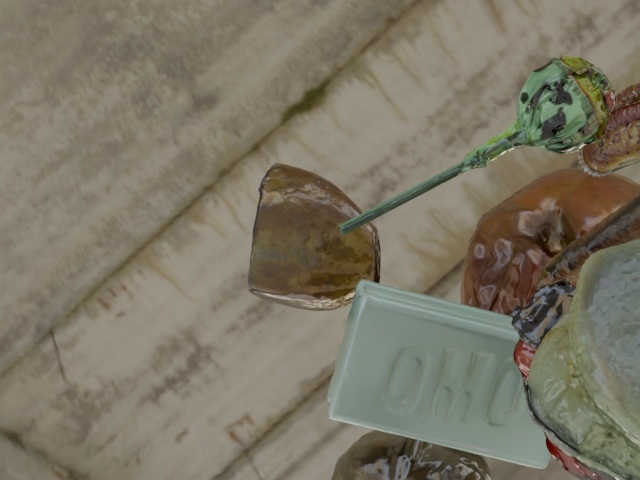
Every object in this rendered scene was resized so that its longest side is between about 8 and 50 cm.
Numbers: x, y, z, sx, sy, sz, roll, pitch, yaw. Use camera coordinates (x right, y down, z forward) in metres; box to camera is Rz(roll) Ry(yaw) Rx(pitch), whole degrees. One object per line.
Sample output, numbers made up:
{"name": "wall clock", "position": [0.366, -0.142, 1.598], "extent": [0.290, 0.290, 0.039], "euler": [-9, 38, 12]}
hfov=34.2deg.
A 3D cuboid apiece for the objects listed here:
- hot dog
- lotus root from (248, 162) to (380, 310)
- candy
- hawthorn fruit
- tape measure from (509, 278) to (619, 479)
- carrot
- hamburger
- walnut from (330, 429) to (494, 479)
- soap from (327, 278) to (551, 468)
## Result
{"name": "hot dog", "position": [0.392, -0.143, 1.246], "extent": [0.192, 0.099, 0.053], "euler": [-24, -23, 37]}
{"name": "lotus root", "position": [0.000, 0.000, 1.456], "extent": [0.180, 0.188, 0.199], "euler": [6, -92, 9]}
{"name": "candy", "position": [0.149, -0.086, 1.042], "extent": [0.305, 0.083, 0.091], "euler": [-27, -67, 8]}
{"name": "hawthorn fruit", "position": [0.442, 0.091, 1.802], "extent": [0.471, 0.472, 0.472], "euler": [-13, -54, -18]}
{"name": "tape measure", "position": [0.305, 0.180, 0.964], "extent": [0.114, 0.260, 0.253], "euler": [-43, -40, -12]}
{"name": "carrot", "position": [0.403, -0.020, 1.368], "extent": [0.066, 0.066, 0.314], "euler": [28, -54, -37]}
{"name": "hamburger", "position": [0.167, 0.059, 0.458], "extent": [0.140, 0.133, 0.062], "euler": [20, -40, 10]}
{"name": "walnut", "position": [0.135, 0.376, 1.503], "extent": [0.248, 0.248, 0.248], "euler": [-13, -54, -18]}
{"name": "soap", "position": [0.154, 0.158, 1.231], "extent": [0.265, 0.087, 0.160], "euler": [15, -78, -5]}
